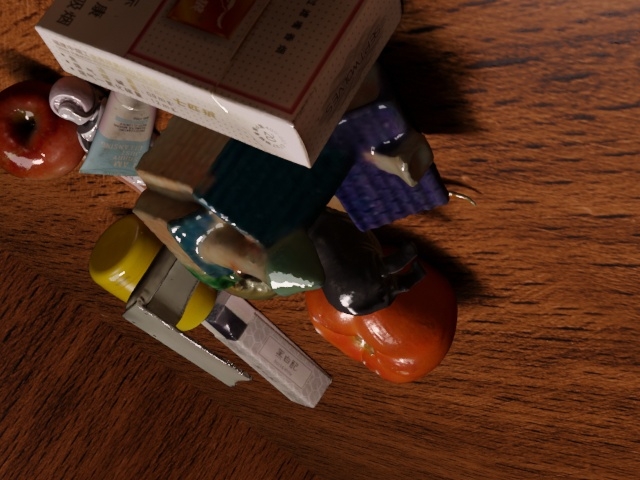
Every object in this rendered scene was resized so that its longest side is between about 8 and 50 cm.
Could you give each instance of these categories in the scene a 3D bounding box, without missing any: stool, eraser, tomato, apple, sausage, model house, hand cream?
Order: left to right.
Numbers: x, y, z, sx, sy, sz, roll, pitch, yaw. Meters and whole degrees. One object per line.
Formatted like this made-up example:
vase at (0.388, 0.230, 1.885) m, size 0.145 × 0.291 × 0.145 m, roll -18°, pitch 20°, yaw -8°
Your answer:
apple at (-0.491, -0.190, 1.901) m, size 0.181 × 0.181 × 0.168 m, roll 27°, pitch -177°, yaw 11°
sausage at (-0.375, -0.128, 2.070) m, size 0.186 × 0.043 × 0.043 m, roll 33°, pitch 161°, yaw -9°
hand cream at (-0.308, -0.174, 1.703) m, size 0.111 × 0.070 × 0.312 m, roll 1°, pitch 152°, yaw -17°
stool at (-0.197, 0.102, 2.069) m, size 0.269 × 0.244 × 0.170 m, roll 34°, pitch 161°, yaw -9°
eraser at (-0.131, 0.258, 2.593) m, size 0.098 × 0.096 × 0.404 m, roll 10°, pitch 153°, yaw 47°
model house at (-0.012, -0.071, 1.272) m, size 0.280 × 0.312 × 0.245 m, roll 19°, pitch 155°, yaw 36°
tomato at (0.100, 0.106, 1.738) m, size 0.259 × 0.180 × 0.260 m, roll 27°, pitch 158°, yaw 12°

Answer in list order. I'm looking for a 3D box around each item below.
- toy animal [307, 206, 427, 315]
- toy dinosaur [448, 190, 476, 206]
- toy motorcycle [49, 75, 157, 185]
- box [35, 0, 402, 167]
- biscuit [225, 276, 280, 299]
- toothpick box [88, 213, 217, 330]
toy animal at (0.009, -0.013, 1.606) m, size 0.343 × 0.168 × 0.106 m, roll 36°, pitch 163°, yaw 40°
toy dinosaur at (0.099, -0.073, 1.490) m, size 0.212 × 0.057 × 0.142 m, roll 31°, pitch 172°, yaw 2°
toy motorcycle at (-0.344, -0.186, 1.828) m, size 0.112 × 0.112 × 0.254 m, roll 10°, pitch 153°, yaw 46°
box at (-0.106, -0.232, 1.155) m, size 0.330 × 0.210 × 0.095 m, roll 24°, pitch 161°, yaw 21°
biscuit at (-0.109, 0.007, 1.760) m, size 0.335 × 0.078 × 0.329 m, roll 14°, pitch -158°, yaw -31°
toothpick box at (-0.352, 0.080, 2.365) m, size 0.175 × 0.175 × 0.271 m, roll 8°, pitch 154°, yaw 48°
